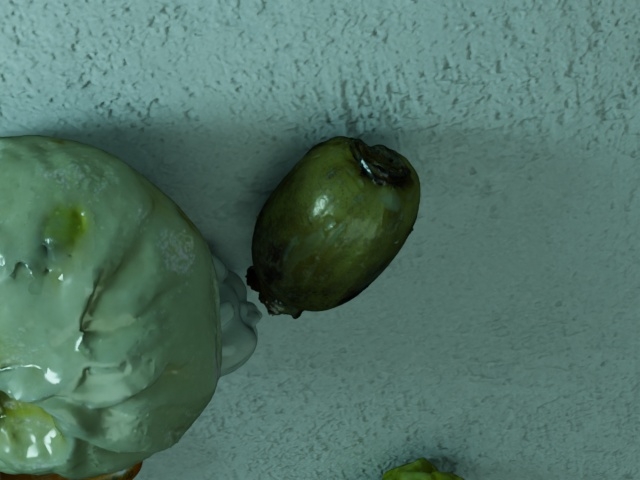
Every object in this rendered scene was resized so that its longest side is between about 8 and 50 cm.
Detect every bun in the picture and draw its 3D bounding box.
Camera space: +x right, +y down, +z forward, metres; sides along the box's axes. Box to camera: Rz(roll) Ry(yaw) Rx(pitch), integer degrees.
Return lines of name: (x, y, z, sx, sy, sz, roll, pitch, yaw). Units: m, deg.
bun: (-0.277, 0.082, 1.602, 0.365, 0.219, 0.365, 5, 118, 10)

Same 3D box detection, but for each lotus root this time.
lotus root: (0.001, 0.002, 1.748, 0.154, 0.154, 0.278, 13, 139, -31)

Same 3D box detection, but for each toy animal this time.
toy animal: (-0.168, 0.090, 1.809, 0.178, 0.127, 0.193, -26, 142, 17)

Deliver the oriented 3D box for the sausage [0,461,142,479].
sausage: (-0.338, 0.284, 1.979, 0.312, 0.093, 0.093, -15, 145, -28)

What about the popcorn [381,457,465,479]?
popcorn: (0.132, 0.420, 2.227, 0.255, 0.256, 0.195, -1, 171, 42)
